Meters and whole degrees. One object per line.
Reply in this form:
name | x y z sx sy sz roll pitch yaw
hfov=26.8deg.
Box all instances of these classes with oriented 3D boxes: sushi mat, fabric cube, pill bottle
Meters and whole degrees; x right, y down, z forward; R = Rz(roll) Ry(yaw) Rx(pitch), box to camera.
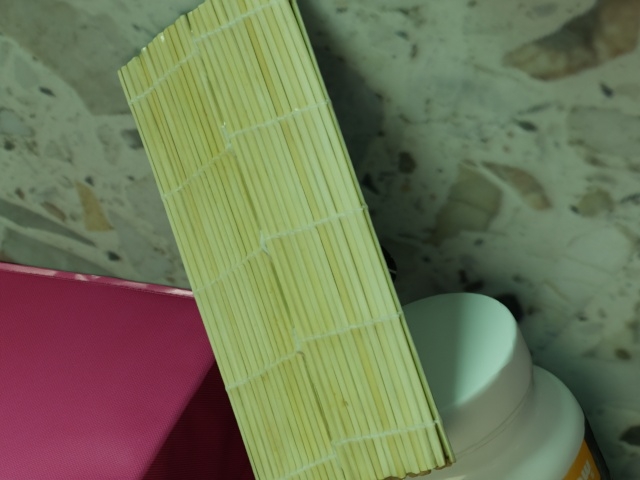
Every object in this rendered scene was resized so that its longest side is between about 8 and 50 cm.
sushi mat | -0.027 0.005 0.821 0.151 0.019 0.316 -24 81 40
fabric cube | -0.193 0.202 1.008 0.254 0.258 0.259 6 129 20
pill bottle | 0.118 0.182 0.908 0.162 0.162 0.278 -9 123 31

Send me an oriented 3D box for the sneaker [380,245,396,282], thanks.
sneaker | 0.000 0.000 0.898 0.109 0.040 0.044 46 133 -15
